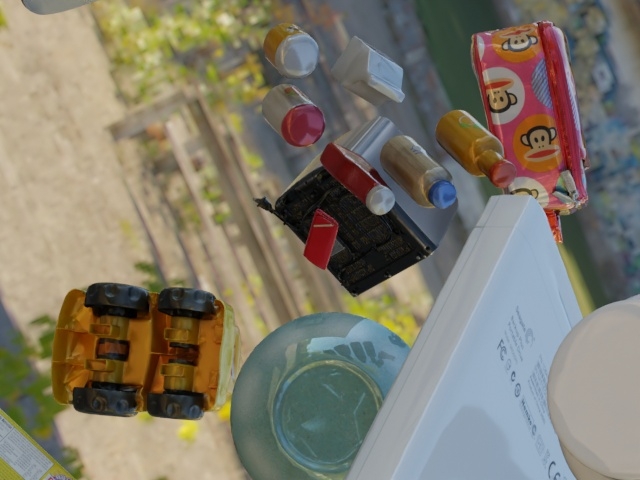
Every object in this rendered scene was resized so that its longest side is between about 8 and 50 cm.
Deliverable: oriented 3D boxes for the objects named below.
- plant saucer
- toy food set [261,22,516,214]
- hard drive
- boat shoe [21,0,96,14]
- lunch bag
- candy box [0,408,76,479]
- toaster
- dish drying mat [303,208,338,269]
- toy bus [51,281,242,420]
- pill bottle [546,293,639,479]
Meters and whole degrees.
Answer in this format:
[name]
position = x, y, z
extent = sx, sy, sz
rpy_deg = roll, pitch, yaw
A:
[plant saucer]
position = 0.009, 0.162, 1.515
extent = 0.037, 0.195, 0.195
rpy_deg = 53, 15, -82
[toy food set]
position = 0.050, -0.091, 1.382
extent = 0.232, 0.111, 0.104
rpy_deg = 28, 12, -33
[hard drive]
position = 0.101, 0.172, 1.084
extent = 0.353, 0.047, 0.233
rpy_deg = -60, 138, -38
[boat shoe]
position = -0.222, -0.352, 1.911
extent = 0.113, 0.306, 0.105
rpy_deg = 101, -35, -60
[lunch bag]
position = 0.259, -0.122, 1.958
extent = 0.293, 0.120, 0.258
rpy_deg = -1, 81, -80
[candy box]
position = -0.359, 0.278, 1.879
extent = 0.206, 0.105, 0.027
rpy_deg = 43, -23, 2
[toaster]
position = 0.049, -0.043, 1.971
extent = 0.185, 0.168, 0.110
rpy_deg = 47, 47, -10
[dish drying mat]
position = 0.000, 0.000, 1.771
extent = 0.032, 0.083, 0.008
rpy_deg = 34, 54, 13
[toy bus]
position = -0.169, 0.140, 1.889
extent = 0.211, 0.220, 0.149
rpy_deg = 26, 68, -61
[pill bottle]
position = 0.195, 0.093, 0.821
extent = 0.215, 0.117, 0.117
rpy_deg = 25, 42, -55
